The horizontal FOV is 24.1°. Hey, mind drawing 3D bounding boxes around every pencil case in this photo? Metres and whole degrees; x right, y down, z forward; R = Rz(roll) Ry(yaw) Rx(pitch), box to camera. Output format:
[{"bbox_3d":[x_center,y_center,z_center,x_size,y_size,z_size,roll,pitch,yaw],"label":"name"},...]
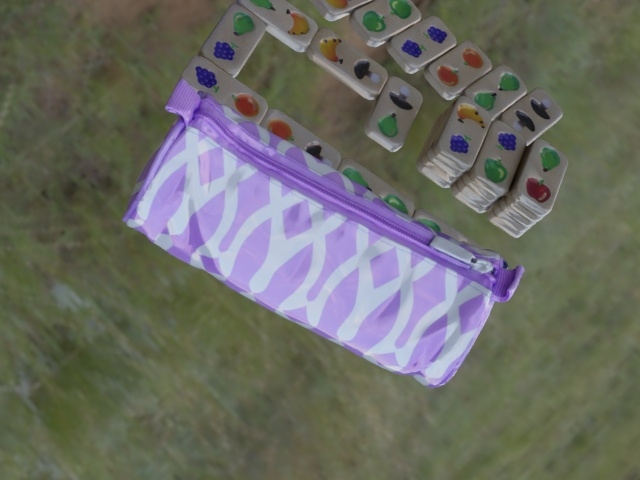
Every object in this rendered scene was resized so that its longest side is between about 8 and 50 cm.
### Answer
[{"bbox_3d":[0.000,0.000,0.781,0.088,0.206,0.086,-52,-166,54],"label":"pencil case"}]

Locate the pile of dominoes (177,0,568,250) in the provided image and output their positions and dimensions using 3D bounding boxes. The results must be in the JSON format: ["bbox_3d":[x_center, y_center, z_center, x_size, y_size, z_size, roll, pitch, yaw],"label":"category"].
[{"bbox_3d":[0.053,-0.103,1.007,0.040,0.251,0.196,-46,-167,49],"label":"pile of dominoes"}]

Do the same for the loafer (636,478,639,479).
[{"bbox_3d":[0.189,0.187,0.852,0.251,0.087,0.094,-5,129,-9],"label":"loafer"}]
